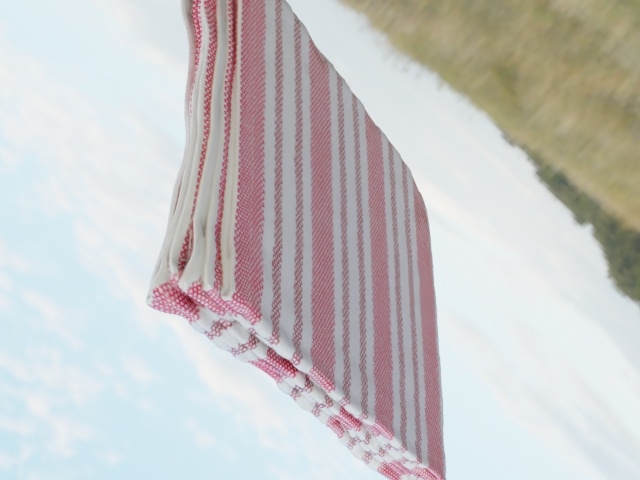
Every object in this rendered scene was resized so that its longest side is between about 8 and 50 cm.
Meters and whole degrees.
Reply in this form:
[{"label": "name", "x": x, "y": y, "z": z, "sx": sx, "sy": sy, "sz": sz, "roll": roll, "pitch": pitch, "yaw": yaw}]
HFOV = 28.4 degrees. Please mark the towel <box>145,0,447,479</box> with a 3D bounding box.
[{"label": "towel", "x": 0.000, "y": 0.000, "z": 0.470, "sx": 0.197, "sy": 0.029, "sz": 0.144, "roll": 47, "pitch": -144, "yaw": -51}]
